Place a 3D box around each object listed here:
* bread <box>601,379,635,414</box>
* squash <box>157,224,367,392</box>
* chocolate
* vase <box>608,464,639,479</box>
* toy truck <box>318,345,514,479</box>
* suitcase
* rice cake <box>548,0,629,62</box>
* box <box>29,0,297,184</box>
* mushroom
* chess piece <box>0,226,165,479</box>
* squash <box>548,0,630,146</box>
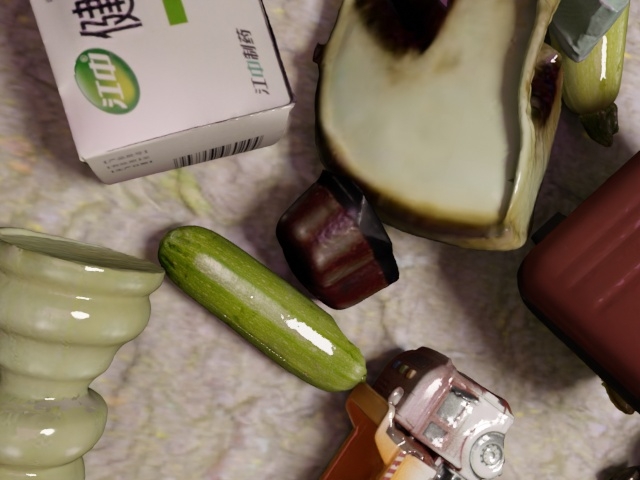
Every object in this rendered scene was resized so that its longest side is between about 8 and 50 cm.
[{"bbox_3d":[0.377,0.073,0.587,0.233,0.088,0.160,-26,77,4],"label":"bread"},{"bbox_3d":[-0.052,0.068,0.520,0.239,0.069,0.069,39,80,-8],"label":"squash"},{"bbox_3d":[0.000,0.000,0.507,0.080,0.148,0.125,-41,56,-10],"label":"chocolate"},{"bbox_3d":[0.388,0.334,0.586,0.120,0.120,0.182,-33,81,-12],"label":"vase"},{"bbox_3d":[0.059,0.235,0.516,0.135,0.114,0.270,38,83,-13],"label":"toy truck"},{"bbox_3d":[0.349,0.016,0.467,0.297,0.161,0.236,-43,62,5],"label":"suitcase"},{"bbox_3d":[0.232,-0.295,0.563,0.042,0.080,0.221,-23,73,-7],"label":"rice cake"},{"bbox_3d":[-0.158,-0.231,0.470,0.173,0.145,0.332,-17,92,-14],"label":"box"},{"bbox_3d":[0.123,-0.146,0.546,0.218,0.212,0.291,11,95,30],"label":"mushroom"},{"bbox_3d":[-0.235,0.127,0.452,0.145,0.144,0.251,16,91,-11],"label":"chess piece"},{"bbox_3d":[0.308,-0.216,0.604,0.095,0.094,0.224,-6,94,-12],"label":"squash"}]
